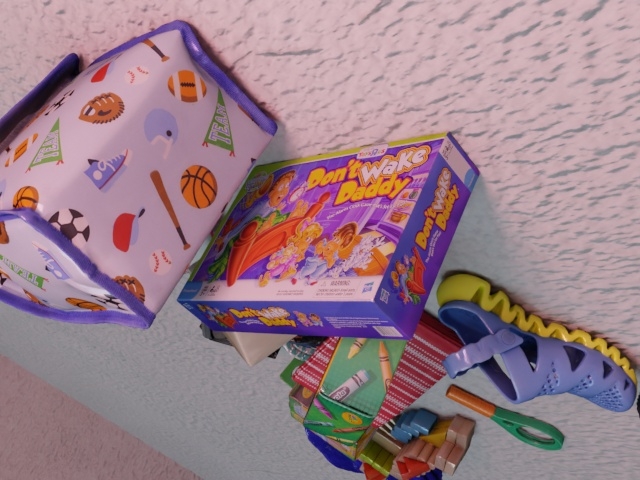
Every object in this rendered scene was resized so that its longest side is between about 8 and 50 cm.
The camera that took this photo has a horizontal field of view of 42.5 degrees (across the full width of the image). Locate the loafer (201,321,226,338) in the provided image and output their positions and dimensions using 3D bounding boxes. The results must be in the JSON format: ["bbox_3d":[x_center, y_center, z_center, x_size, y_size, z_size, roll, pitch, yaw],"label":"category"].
[{"bbox_3d":[-0.175,0.107,1.521,0.084,0.096,0.267,13,149,3],"label":"loafer"}]

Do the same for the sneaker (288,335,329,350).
[{"bbox_3d":[0.023,0.172,1.486,0.221,0.083,0.087,20,172,12],"label":"sneaker"}]

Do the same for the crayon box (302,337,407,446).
[{"bbox_3d":[0.073,0.125,1.120,0.081,0.278,0.165,24,153,3],"label":"crayon box"}]

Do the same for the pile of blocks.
[{"bbox_3d":[0.167,0.441,1.723,0.149,0.112,0.362,48,140,-6],"label":"pile of blocks"}]

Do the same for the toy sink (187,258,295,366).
[{"bbox_3d":[-0.060,0.050,1.243,0.131,0.234,0.153,48,164,29],"label":"toy sink"}]

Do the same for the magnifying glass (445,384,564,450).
[{"bbox_3d":[0.341,0.328,1.522,0.231,0.026,0.092,24,153,1],"label":"magnifying glass"}]

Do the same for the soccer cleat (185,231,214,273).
[{"bbox_3d":[-0.310,0.025,1.408,0.331,0.143,0.116,-8,109,48],"label":"soccer cleat"}]

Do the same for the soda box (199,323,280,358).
[{"bbox_3d":[-0.160,0.189,1.687,0.169,0.053,0.060,12,150,28],"label":"soda box"}]

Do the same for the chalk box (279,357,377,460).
[{"bbox_3d":[0.020,0.313,1.639,0.213,0.132,0.132,33,156,18],"label":"chalk box"}]

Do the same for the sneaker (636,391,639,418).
[{"bbox_3d":[0.505,0.191,1.105,0.082,0.069,0.209,-4,144,-10],"label":"sneaker"}]

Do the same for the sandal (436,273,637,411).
[{"bbox_3d":[0.296,0.177,1.174,0.317,0.138,0.126,24,151,2],"label":"sandal"}]

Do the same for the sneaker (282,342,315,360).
[{"bbox_3d":[-0.078,0.174,1.600,0.166,0.065,0.076,39,167,-16],"label":"sneaker"}]

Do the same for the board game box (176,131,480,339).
[{"bbox_3d":[0.000,0.000,1.018,0.347,0.233,0.078,-5,140,45],"label":"board game box"}]

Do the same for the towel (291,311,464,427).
[{"bbox_3d":[0.100,0.204,1.390,0.199,0.031,0.275,32,127,-12],"label":"towel"}]

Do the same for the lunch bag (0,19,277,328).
[{"bbox_3d":[-0.307,-0.077,1.054,0.385,0.328,0.239,-4,135,48],"label":"lunch bag"}]

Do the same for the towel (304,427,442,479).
[{"bbox_3d":[0.121,0.520,1.991,0.308,0.076,0.227,2,145,40],"label":"towel"}]
